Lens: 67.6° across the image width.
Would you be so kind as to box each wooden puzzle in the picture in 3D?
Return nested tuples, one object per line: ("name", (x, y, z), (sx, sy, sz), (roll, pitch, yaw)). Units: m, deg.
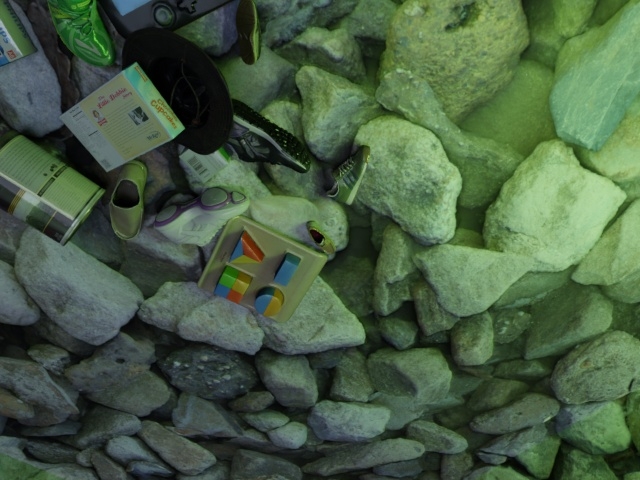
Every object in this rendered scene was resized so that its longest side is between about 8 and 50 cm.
("wooden puzzle", (-0.195, 0.116, 1.559), (0.347, 0.081, 0.322), (24, 119, -14))

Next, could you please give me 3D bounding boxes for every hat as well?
("hat", (-0.329, -0.387, 1.196), (0.330, 0.134, 0.332), (17, 135, 18))

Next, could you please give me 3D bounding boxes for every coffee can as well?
("coffee can", (-0.779, -0.142, 1.327), (0.275, 0.202, 0.201), (37, 115, -21))

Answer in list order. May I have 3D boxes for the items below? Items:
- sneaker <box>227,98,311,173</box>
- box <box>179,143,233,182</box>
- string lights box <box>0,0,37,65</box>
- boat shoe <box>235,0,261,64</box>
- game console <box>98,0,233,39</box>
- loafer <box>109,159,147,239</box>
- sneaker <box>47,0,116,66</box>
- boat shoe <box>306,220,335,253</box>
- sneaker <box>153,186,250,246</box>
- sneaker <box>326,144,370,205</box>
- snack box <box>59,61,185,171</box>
("sneaker", (-0.161, -0.260, 1.324), (0.283, 0.107, 0.124), (34, 124, -10))
("box", (-0.316, -0.239, 1.333), (0.101, 0.087, 0.101), (-32, 116, 18))
("string lights box", (-0.866, -0.486, 1.186), (0.259, 0.077, 0.134), (-16, 119, 10))
("boat shoe", (-0.175, -0.518, 1.183), (0.056, 0.049, 0.152), (15, 127, 12))
("game console", (-0.394, -0.682, 1.074), (0.341, 0.060, 0.387), (-20, 120, 13))
("loafer", (-0.576, -0.107, 1.413), (0.101, 0.092, 0.269), (13, 121, -8))
("sneaker", (-0.568, -0.535, 1.099), (0.109, 0.123, 0.296), (-35, 137, -18))
("boat shoe", (0.000, 0.000, 1.506), (0.050, 0.045, 0.135), (-34, 116, 19))
("sneaker", (-0.340, -0.067, 1.445), (0.304, 0.114, 0.152), (-15, 134, 15))
("sneaker", (0.074, -0.190, 1.375), (0.086, 0.064, 0.192), (11, 125, -13))
("snack box", (-0.518, -0.306, 1.236), (0.321, 0.060, 0.187), (-12, 124, 37))
